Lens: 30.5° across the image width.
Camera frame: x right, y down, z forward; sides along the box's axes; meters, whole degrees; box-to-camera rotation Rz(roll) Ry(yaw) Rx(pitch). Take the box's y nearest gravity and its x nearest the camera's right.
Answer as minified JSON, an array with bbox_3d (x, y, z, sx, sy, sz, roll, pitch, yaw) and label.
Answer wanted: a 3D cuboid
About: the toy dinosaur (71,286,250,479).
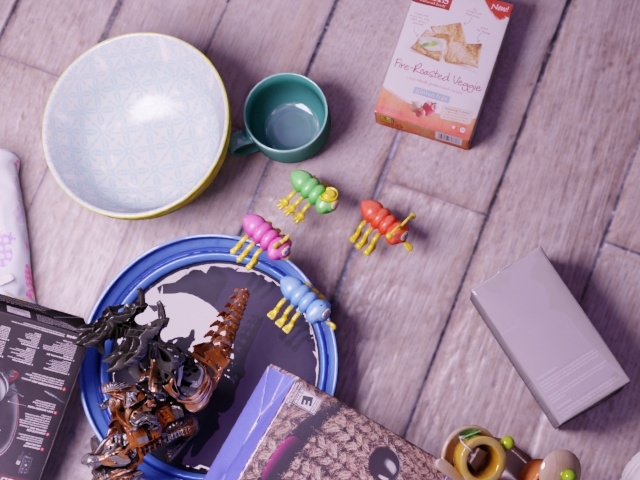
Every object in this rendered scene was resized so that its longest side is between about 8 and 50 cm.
[{"bbox_3d":[-0.228,0.191,1.668,0.164,0.218,0.322,-7,42,42],"label":"toy dinosaur"}]

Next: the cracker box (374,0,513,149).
[{"bbox_3d":[0.193,-0.276,1.836,0.156,0.067,0.232,17,80,8],"label":"cracker box"}]

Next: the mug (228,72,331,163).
[{"bbox_3d":[-0.062,-0.186,1.826,0.158,0.097,0.129,5,79,7],"label":"mug"}]

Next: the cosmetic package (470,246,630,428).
[{"bbox_3d":[0.332,0.143,1.721,0.127,0.107,0.238,-30,74,-1],"label":"cosmetic package"}]

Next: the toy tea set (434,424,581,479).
[{"bbox_3d":[0.203,0.366,1.553,0.336,0.124,0.200,-35,103,-14],"label":"toy tea set"}]

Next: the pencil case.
[{"bbox_3d":[-0.512,-0.007,1.818,0.114,0.124,0.273,-10,77,4],"label":"pencil case"}]

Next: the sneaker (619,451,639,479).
[{"bbox_3d":[0.433,0.427,1.637,0.111,0.129,0.297,21,82,7],"label":"sneaker"}]

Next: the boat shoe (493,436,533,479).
[{"bbox_3d":[0.303,0.366,1.691,0.073,0.073,0.207,-42,77,-3],"label":"boat shoe"}]

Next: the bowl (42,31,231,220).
[{"bbox_3d":[-0.263,-0.158,1.806,0.290,0.156,0.289,-2,77,9],"label":"bowl"}]

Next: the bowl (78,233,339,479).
[{"bbox_3d":[-0.165,0.186,1.770,0.391,0.077,0.391,-1,79,5],"label":"bowl"}]

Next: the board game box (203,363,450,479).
[{"bbox_3d":[0.009,0.347,1.630,0.291,0.141,0.232,32,82,-16],"label":"board game box"}]

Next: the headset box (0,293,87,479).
[{"bbox_3d":[-0.488,0.230,1.704,0.218,0.110,0.293,18,96,-20],"label":"headset box"}]

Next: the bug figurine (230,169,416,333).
[{"bbox_3d":[0.000,0.000,1.737,0.216,0.072,0.279,38,58,13],"label":"bug figurine"}]

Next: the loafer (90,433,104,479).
[{"bbox_3d":[-0.328,0.374,1.755,0.061,0.062,0.170,-15,76,7],"label":"loafer"}]
